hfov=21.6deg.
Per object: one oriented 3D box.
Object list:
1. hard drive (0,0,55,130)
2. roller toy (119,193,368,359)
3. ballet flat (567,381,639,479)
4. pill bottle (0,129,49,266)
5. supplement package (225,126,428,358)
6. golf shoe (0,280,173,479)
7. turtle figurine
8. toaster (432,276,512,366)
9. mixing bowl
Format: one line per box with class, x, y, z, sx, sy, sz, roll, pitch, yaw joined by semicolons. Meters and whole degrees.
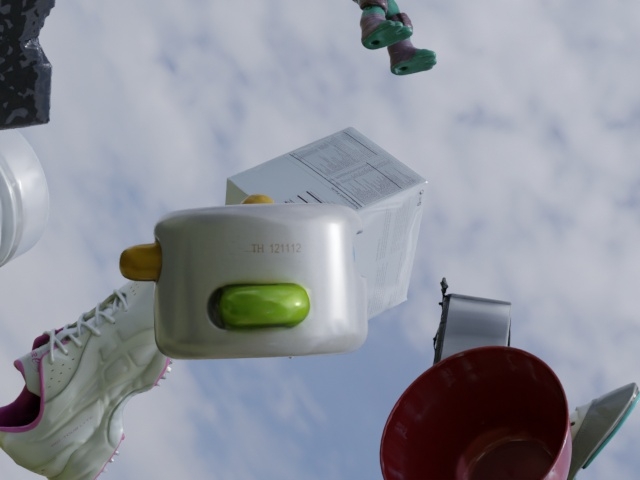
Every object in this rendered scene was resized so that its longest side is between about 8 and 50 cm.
hard drive;-0.301;-0.264;1.338;0.339;0.064;0.237;46;-43;46
roller toy;-0.056;0.031;1.504;0.209;0.191;0.146;-5;-94;44
ballet flat;0.243;0.222;1.704;0.068;0.213;0.072;33;7;5
pill bottle;-0.454;-0.002;1.686;0.204;0.361;0.204;14;-63;28
supplement package;0.000;0.000;2.071;0.149;0.203;0.194;37;-44;34
golf shoe;-0.241;0.124;1.801;0.140;0.306;0.115;29;4;-24
turtle figurine;0.071;-0.312;1.920;0.118;0.175;0.234;-30;-122;38
toaster;0.220;0.180;2.481;0.110;0.168;0.186;5;-37;9
mixing bowl;0.154;0.196;1.510;0.181;0.181;0.098;32;-16;45
